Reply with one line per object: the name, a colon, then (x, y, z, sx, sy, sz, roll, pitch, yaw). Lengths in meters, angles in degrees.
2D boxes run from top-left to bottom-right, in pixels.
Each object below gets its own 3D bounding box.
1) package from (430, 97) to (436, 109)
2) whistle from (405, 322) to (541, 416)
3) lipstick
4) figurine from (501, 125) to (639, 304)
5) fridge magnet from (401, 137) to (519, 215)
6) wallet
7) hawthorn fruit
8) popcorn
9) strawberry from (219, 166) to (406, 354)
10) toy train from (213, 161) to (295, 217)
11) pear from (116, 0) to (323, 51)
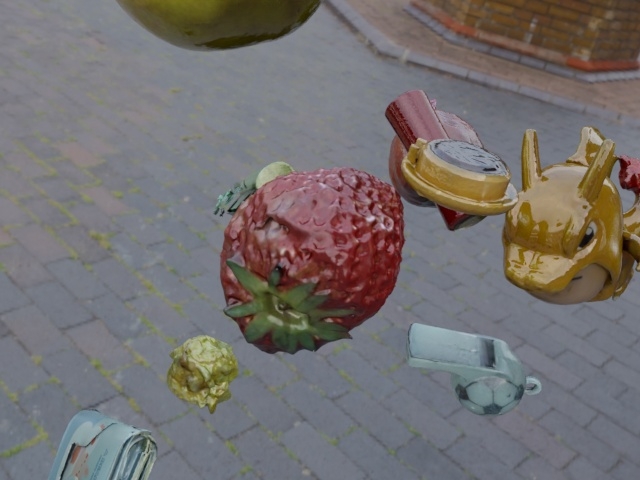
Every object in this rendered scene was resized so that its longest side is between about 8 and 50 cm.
package: (0.233, -0.277, 1.594, 0.029, 0.059, 0.083, 39, 35, -23)
whistle: (0.304, 0.272, 1.459, 0.290, 0.163, 0.163, 10, 27, 0)
lipstick: (0.187, -0.130, 1.164, 0.080, 0.080, 0.241, -9, 65, -38)
figurine: (0.487, -0.041, 1.348, 0.387, 0.268, 0.401, 15, 58, -50)
fridge magnet: (0.165, -0.075, 0.843, 0.143, 0.063, 0.143, 11, 28, -6)
wallet: (-0.350, 0.366, 1.133, 0.075, 0.176, 0.250, 29, -19, -30)
hawthorn fruit: (0.219, -0.176, 1.405, 0.190, 0.189, 0.251, 3, 55, -22)
popcorn: (-0.297, 0.334, 1.828, 0.167, 0.185, 0.187, 12, -2, -30)
strawberry: (-0.012, 0.002, 1.146, 0.292, 0.291, 0.310, 11, 53, -7)
toy train: (-0.157, -0.112, 1.698, 0.126, 0.189, 0.307, 29, -7, -13)
pear: (-0.074, -0.234, 0.529, 0.200, 0.200, 0.200, 11, 28, -6)
